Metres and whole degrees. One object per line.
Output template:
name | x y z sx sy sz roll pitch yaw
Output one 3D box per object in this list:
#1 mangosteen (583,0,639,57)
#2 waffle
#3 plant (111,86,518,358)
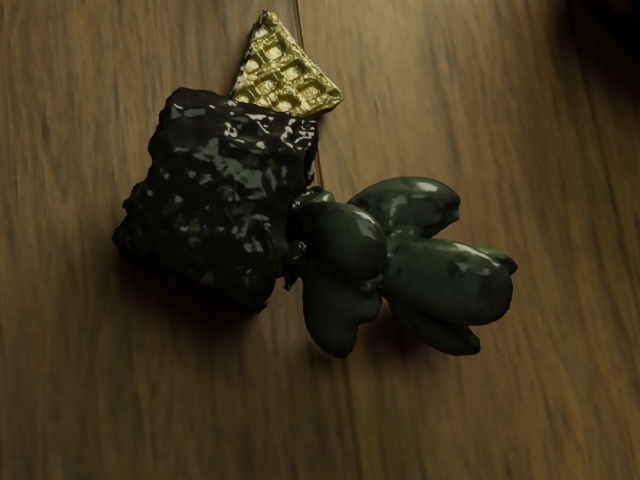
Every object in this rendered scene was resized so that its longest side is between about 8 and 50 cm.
mangosteen | 0.351 -0.260 1.458 0.306 0.359 0.306 -6 65 14
waffle | -0.064 -0.106 1.328 0.152 0.023 0.097 -34 76 -32
plant | -0.001 0.000 1.216 0.274 0.149 0.146 22 11 -11
